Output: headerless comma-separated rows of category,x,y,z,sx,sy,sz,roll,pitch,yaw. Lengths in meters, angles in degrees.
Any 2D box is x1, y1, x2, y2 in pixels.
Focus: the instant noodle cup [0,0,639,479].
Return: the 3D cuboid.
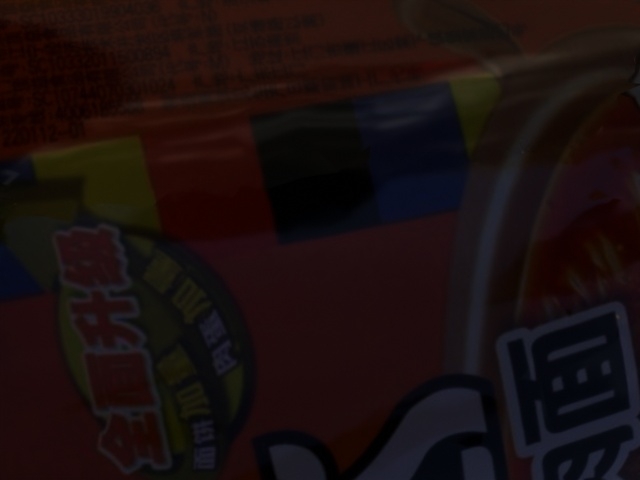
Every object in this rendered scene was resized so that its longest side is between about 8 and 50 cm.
instant noodle cup,0.000,0.000,0.459,0.192,0.250,0.250,-13,129,-6
